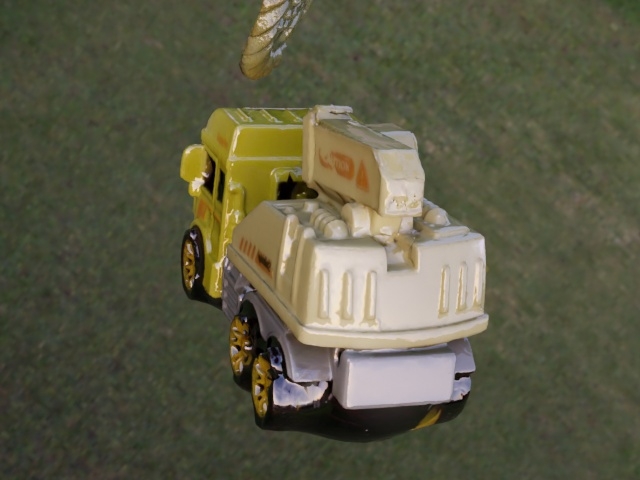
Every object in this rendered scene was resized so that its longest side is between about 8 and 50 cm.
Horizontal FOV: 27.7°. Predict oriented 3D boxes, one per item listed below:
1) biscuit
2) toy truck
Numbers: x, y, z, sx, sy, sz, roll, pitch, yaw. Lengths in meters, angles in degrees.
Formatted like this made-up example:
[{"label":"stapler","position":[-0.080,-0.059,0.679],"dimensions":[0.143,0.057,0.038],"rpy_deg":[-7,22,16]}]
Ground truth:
[{"label":"biscuit","position":[-0.035,-0.309,1.609],"dimensions":[0.036,0.274,0.187],"rpy_deg":[32,24,4]},{"label":"toy truck","position":[0.000,0.000,1.128],"dimensions":[0.180,0.254,0.405],"rpy_deg":[1,18,-19]}]
